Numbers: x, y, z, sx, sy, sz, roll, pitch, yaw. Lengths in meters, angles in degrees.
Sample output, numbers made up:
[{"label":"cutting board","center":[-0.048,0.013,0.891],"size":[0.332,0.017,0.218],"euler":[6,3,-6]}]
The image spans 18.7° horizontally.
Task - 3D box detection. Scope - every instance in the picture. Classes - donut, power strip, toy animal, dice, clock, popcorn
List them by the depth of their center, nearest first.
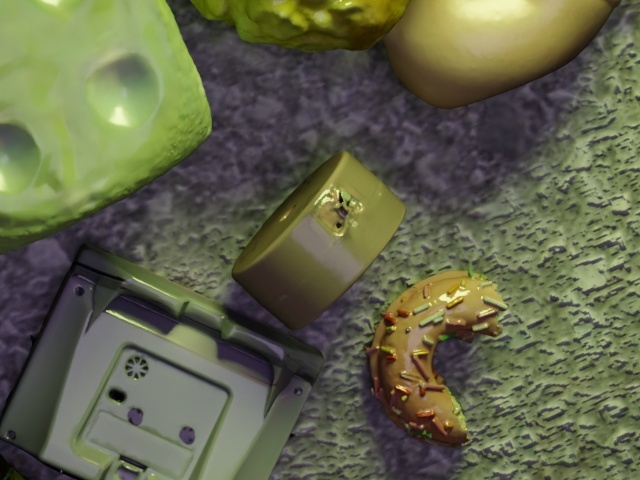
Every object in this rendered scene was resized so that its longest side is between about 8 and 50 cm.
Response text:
[{"label":"dice","center":[-0.245,-0.144,1.564],"size":[0.250,0.254,0.252],"euler":[-26,102,-5]},{"label":"popcorn","center":[-0.015,-0.280,1.593],"size":[0.225,0.249,0.249],"euler":[33,89,-48]},{"label":"power strip","center":[0.000,0.000,1.671],"size":[0.078,0.154,0.154],"euler":[44,88,-9]},{"label":"toy animal","center":[0.168,-0.214,1.675],"size":[0.250,0.166,0.154],"euler":[-41,84,7]},{"label":"clock","center":[-0.136,0.136,1.698],"size":[0.253,0.083,0.186],"euler":[25,92,-11]},{"label":"donut","center":[0.098,0.104,1.744],"size":[0.117,0.065,0.166],"euler":[7,93,-11]}]

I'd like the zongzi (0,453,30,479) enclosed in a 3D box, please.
[{"label":"zongzi","center":[-0.360,0.249,1.663],"size":[0.221,0.112,0.242],"euler":[-44,93,-2]}]
